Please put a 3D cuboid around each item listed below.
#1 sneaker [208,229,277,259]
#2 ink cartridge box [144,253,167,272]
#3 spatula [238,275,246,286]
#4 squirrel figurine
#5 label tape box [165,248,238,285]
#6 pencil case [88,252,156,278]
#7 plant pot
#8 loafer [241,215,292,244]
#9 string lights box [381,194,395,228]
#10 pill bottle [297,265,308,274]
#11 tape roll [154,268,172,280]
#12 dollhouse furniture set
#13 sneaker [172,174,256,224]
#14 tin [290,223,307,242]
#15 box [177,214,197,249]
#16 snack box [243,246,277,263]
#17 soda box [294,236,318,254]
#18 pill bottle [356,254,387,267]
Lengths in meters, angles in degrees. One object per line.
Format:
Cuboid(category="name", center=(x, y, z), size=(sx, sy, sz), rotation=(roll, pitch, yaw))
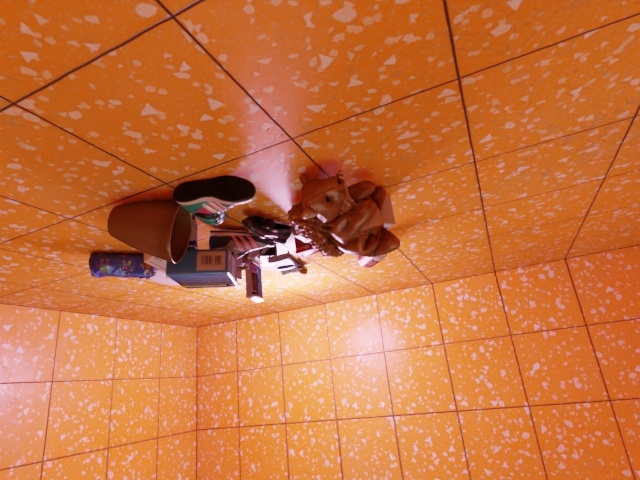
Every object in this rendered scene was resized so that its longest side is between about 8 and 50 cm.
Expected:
Cuboid(category="sneaker", center=(-0.354, 0.027, 1.871), size=(0.318, 0.131, 0.112), rotation=(5, -179, -20))
Cuboid(category="ink cartridge box", center=(-0.673, 0.051, 1.824), size=(0.190, 0.082, 0.139), rotation=(-31, 141, 14))
Cuboid(category="spatula", center=(-0.536, 0.276, 2.715), size=(0.168, 0.019, 0.242), rotation=(-10, 160, 13))
Cuboid(category="squirrel figurine", center=(0.038, -0.086, 1.526), size=(0.396, 0.281, 0.370), rotation=(-25, 147, 37))
Cuboid(category="label tape box", center=(-0.503, 0.132, 1.782), size=(0.248, 0.115, 0.348), rotation=(-2, 165, -4))
Cuboid(category="pencil case", center=(-0.978, 0.129, 2.014), size=(0.305, 0.133, 0.119), rotation=(3, -169, -22))
Cuboid(category="plant pot", center=(-0.642, -0.052, 1.514), size=(0.254, 0.237, 0.237), rotation=(10, 159, -2))
Cuboid(category="loafer", center=(-0.225, -0.064, 1.781), size=(0.095, 0.109, 0.302), rotation=(-47, 151, 10))
Cuboid(category="string lights box", center=(0.206, -0.085, 1.757), size=(0.076, 0.134, 0.259), rotation=(4, 158, -28))
Cuboid(category="pill bottle", center=(-0.133, 0.178, 2.491), size=(0.065, 0.065, 0.116), rotation=(-17, 158, 27))
Cuboid(category="tape roll", center=(-0.761, 0.172, 2.281), size=(0.391, 0.072, 0.392), rotation=(-5, 159, -2))
Cuboid(category="dollhouse furniture set", center=(-0.243, 0.173, 2.080), size=(0.303, 0.198, 0.286), rotation=(-13, 157, 12))
Cuboid(category="sneaker", center=(-0.356, -0.134, 1.464), size=(0.295, 0.124, 0.178), rotation=(-1, 156, 9))
Cuboid(category="tin", center=(-0.079, -0.053, 1.804), size=(0.040, 0.106, 0.189), rotation=(-13, 159, 20))
Cuboid(category="box", center=(-0.558, -0.020, 1.706), size=(0.072, 0.137, 0.126), rotation=(-3, 160, -13))
Cuboid(category="snack box", center=(-0.400, 0.094, 2.184), size=(0.321, 0.060, 0.187), rotation=(-2, 158, -12))
Cuboid(category="soda box", center=(0.000, 0.000, 1.995), size=(0.263, 0.092, 0.083), rotation=(-18, 158, 31))
Cuboid(category="pill bottle", center=(0.294, 0.066, 2.223), size=(0.121, 0.121, 0.216), rotation=(1, 160, -20))
